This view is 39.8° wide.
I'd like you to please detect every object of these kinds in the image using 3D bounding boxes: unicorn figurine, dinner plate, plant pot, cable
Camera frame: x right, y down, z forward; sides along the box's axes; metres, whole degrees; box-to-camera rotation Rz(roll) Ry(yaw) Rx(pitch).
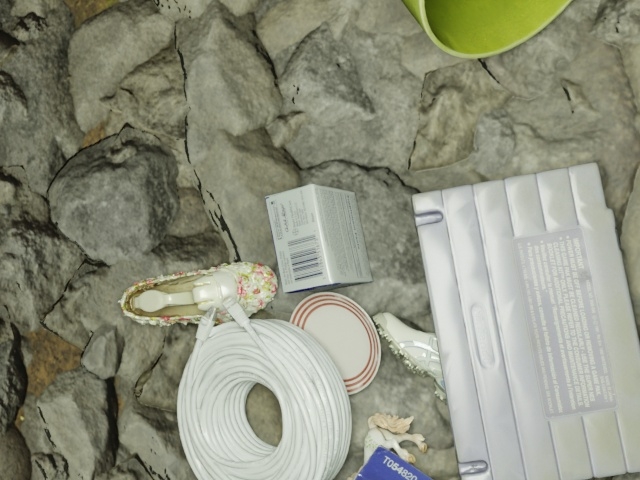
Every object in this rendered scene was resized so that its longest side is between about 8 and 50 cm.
[{"bbox_3d":[0.074,0.299,1.135,0.111,0.060,0.162,8,77,31],"label":"unicorn figurine"},{"bbox_3d":[0.020,0.135,1.168,0.141,0.017,0.141,8,104,31],"label":"dinner plate"},{"bbox_3d":[0.147,-0.409,1.036,0.275,0.274,0.293,-48,55,15],"label":"plant pot"},{"bbox_3d":[-0.080,0.231,1.169,0.257,0.089,0.257,38,112,26],"label":"cable"}]

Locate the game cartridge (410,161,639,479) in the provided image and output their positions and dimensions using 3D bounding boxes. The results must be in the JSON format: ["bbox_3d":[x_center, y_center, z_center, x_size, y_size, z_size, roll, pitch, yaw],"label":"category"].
[{"bbox_3d":[0.247,0.101,1.029,0.230,0.068,0.355,-9,84,2],"label":"game cartridge"}]

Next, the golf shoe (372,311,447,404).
[{"bbox_3d":[0.147,0.139,1.109,0.176,0.069,0.086,43,87,14],"label":"golf shoe"}]

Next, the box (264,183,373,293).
[{"bbox_3d":[0.000,0.000,1.128,0.072,0.137,0.126,-14,82,24],"label":"box"}]

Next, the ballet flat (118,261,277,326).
[{"bbox_3d":[-0.177,0.082,1.237,0.240,0.077,0.091,-13,82,22],"label":"ballet flat"}]

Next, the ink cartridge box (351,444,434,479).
[{"bbox_3d":[0.099,0.402,1.086,0.223,0.045,0.224,33,102,3],"label":"ink cartridge box"}]
